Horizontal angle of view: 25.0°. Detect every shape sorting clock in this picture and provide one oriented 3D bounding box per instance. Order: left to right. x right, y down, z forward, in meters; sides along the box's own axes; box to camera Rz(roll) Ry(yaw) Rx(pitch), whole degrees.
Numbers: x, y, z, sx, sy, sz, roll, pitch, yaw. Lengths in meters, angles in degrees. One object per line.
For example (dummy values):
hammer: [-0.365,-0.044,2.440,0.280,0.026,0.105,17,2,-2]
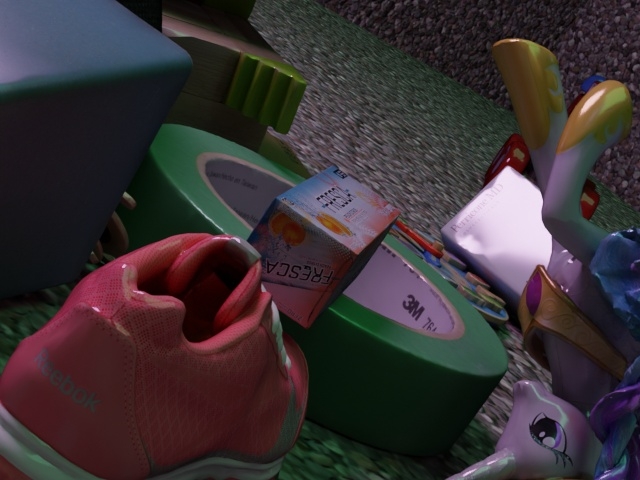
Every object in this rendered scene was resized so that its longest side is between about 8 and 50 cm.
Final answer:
shape sorting clock: [0.115,0.019,1.515,0.206,0.040,0.206,32,13,-8]

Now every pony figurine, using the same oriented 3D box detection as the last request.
pony figurine: [0.239,0.071,1.011,0.351,0.363,0.303,20,-20,-30]

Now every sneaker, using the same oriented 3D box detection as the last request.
sneaker: [-0.055,0.060,0.733,0.116,0.136,0.314,38,13,12]

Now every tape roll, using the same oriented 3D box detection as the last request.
tape roll: [-0.011,0.032,1.083,0.321,0.077,0.321,32,12,-8]

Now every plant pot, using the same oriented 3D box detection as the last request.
plant pot: [-0.215,-0.064,0.751,0.165,0.165,0.234,36,21,11]

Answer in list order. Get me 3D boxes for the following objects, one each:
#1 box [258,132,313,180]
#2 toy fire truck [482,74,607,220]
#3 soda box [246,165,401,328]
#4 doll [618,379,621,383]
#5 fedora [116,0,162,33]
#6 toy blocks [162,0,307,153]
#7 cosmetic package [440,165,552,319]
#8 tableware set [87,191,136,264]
box: [-0.075,-0.091,1.496,0.164,0.021,0.201,27,15,-29]
toy fire truck: [0.406,-0.152,2.373,0.169,0.254,0.302,34,13,0]
soda box: [0.000,0.000,0.925,0.063,0.058,0.183,35,13,5]
doll: [0.351,0.146,1.615,0.129,0.046,0.189,36,15,-35]
fedora: [-0.208,-0.165,1.026,0.334,0.334,0.152,-24,102,-75]
toy blocks: [-0.198,-0.193,1.303,0.261,0.190,0.381,14,19,-25]
cosmetic package: [0.253,0.034,1.586,0.231,0.117,0.085,40,-14,27]
tableware set: [-0.205,-0.048,0.921,0.194,0.039,0.128,40,-23,6]
